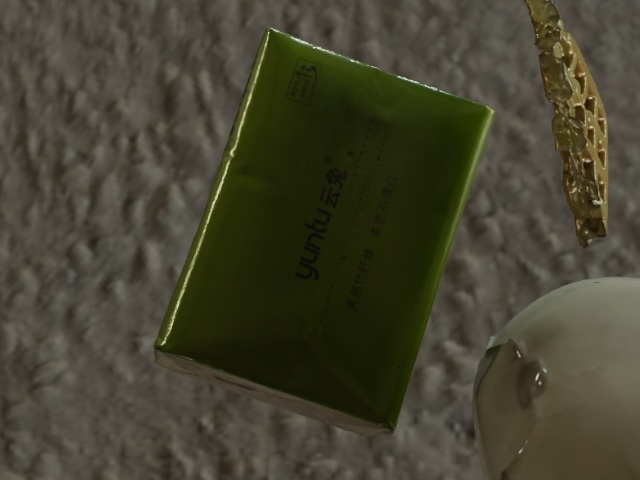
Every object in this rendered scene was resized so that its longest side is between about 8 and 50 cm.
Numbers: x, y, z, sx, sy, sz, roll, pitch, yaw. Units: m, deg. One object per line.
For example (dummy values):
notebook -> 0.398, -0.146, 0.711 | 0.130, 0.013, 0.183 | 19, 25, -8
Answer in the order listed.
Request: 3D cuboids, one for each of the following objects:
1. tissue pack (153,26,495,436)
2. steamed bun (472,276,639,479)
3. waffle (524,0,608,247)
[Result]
tissue pack -> 0.000, 0.000, 1.359 | 0.200, 0.167, 0.275 | 19, 79, -3
steamed bun -> 0.293, 0.195, 1.343 | 0.241, 0.374, 0.374 | -25, 90, 16
waffle -> 0.178, -0.089, 1.221 | 0.032, 0.191, 0.125 | -4, 65, 22
